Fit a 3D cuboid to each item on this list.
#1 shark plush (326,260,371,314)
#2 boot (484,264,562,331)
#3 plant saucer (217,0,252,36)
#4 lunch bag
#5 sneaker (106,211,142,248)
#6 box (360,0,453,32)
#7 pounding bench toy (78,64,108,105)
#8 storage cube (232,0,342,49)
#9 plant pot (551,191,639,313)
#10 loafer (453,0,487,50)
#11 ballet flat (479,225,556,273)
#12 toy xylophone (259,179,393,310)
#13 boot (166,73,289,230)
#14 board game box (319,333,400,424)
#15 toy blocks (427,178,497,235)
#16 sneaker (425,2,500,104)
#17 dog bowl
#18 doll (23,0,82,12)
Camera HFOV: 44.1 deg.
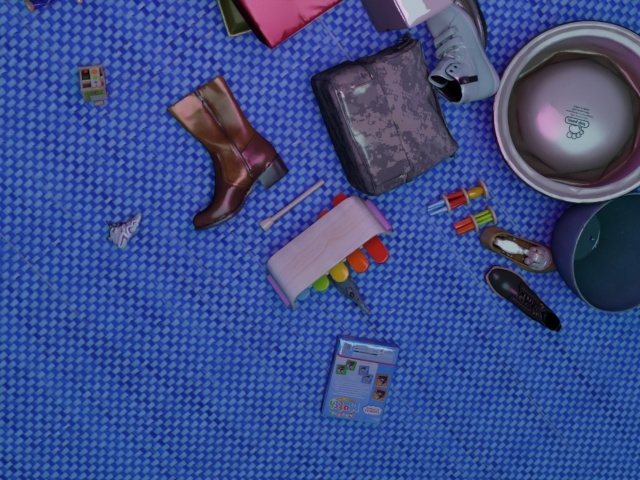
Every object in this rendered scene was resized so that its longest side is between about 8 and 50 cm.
[{"bbox_3d":[0.063,0.124,1.926,0.073,0.067,0.161,-27,105,-1],"label":"shark plush"},{"bbox_3d":[0.508,0.142,1.958,0.198,0.137,0.076,34,96,-13],"label":"boot"},{"bbox_3d":[-0.142,-0.566,1.744,0.188,0.045,0.188,-18,106,-3],"label":"plant saucer"},{"bbox_3d":[0.154,-0.276,1.769,0.256,0.212,0.305,-25,108,-8],"label":"lunch bag"},{"bbox_3d":[-0.462,-0.034,1.829,0.069,0.038,0.098,30,97,-14],"label":"sneaker"},{"bbox_3d":[0.177,-0.511,1.683,0.113,0.275,0.094,-30,106,0],"label":"box"},{"bbox_3d":[-0.499,-0.342,1.746,0.052,0.083,0.065,-9,73,-8],"label":"pounding bench toy"},{"bbox_3d":[-0.093,-0.533,1.630,0.184,0.215,0.193,-35,112,1],"label":"storage cube"},{"bbox_3d":[0.674,0.006,1.908,0.290,0.195,0.290,-5,107,-17],"label":"plant pot"},{"bbox_3d":[0.311,-0.536,1.803,0.088,0.094,0.251,-19,97,22],"label":"loafer"},{"bbox_3d":[0.504,0.033,1.964,0.232,0.073,0.080,19,98,-12],"label":"ballet flat"},{"bbox_3d":[0.000,0.000,1.856,0.323,0.081,0.236,-30,68,6],"label":"toy xylophone"},{"bbox_3d":[-0.250,-0.192,1.793,0.264,0.096,0.280,-37,105,2],"label":"boot"},{"bbox_3d":[0.098,0.353,2.001,0.160,0.039,0.211,11,101,-10],"label":"board game box"},{"bbox_3d":[0.342,-0.067,1.927,0.148,0.054,0.123,-22,105,-3],"label":"toy blocks"},{"bbox_3d":[0.277,-0.413,1.722,0.151,0.094,0.255,-26,82,-39],"label":"sneaker"},{"bbox_3d":[0.591,-0.286,1.815,0.408,0.150,0.407,0,92,5],"label":"dog bowl"},{"bbox_3d":[-0.552,-0.559,1.687,0.189,0.046,0.129,-37,96,-5],"label":"doll"}]
